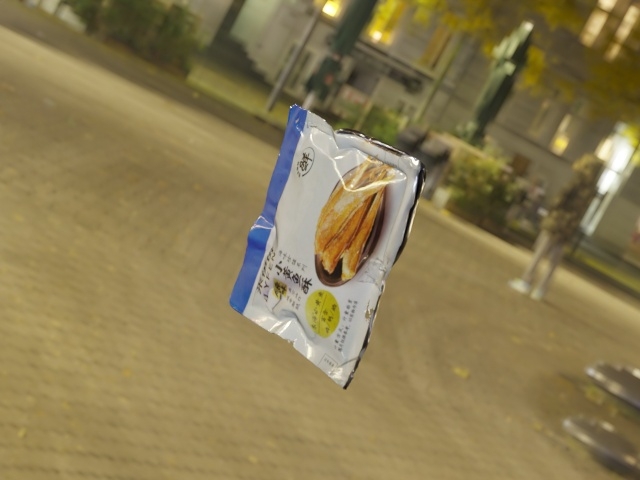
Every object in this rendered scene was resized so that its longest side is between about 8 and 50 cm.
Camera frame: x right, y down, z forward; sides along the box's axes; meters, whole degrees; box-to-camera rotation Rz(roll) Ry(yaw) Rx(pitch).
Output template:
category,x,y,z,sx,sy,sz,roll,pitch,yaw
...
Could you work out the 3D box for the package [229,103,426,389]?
category,x,y,z,sx,sy,sz,roll,pitch,yaw
package,0.000,0.000,1.018,0.027,0.171,0.173,8,13,-39
